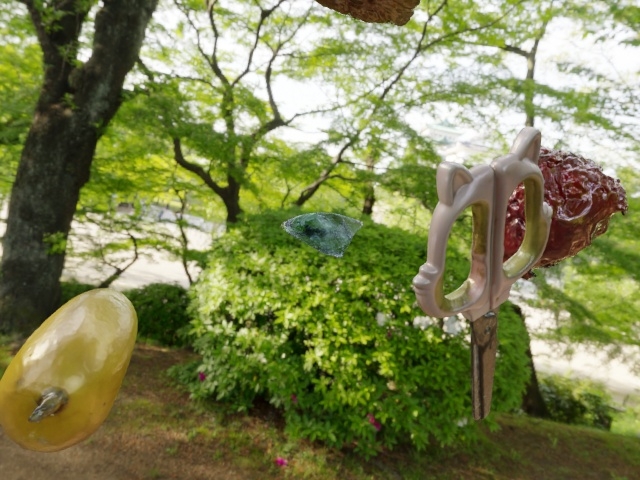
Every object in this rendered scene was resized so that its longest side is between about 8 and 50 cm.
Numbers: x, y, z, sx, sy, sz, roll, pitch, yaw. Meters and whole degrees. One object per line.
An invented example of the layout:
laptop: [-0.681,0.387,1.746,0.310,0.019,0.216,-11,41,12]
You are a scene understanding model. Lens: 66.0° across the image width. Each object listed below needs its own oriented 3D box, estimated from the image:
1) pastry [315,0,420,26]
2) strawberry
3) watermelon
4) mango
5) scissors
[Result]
pastry: [0.056,-0.366,0.618,0.193,0.093,0.182,22,-15,-2]
strawberry: [0.402,-0.068,0.910,0.274,0.220,0.274,-28,5,3]
watermelon: [0.000,-0.007,0.991,0.155,0.101,0.080,23,-43,-22]
mango: [-0.299,0.147,0.614,0.119,0.176,0.317,26,7,-14]
scissors: [0.148,0.061,0.449,0.160,0.317,0.024,-25,35,-23]
